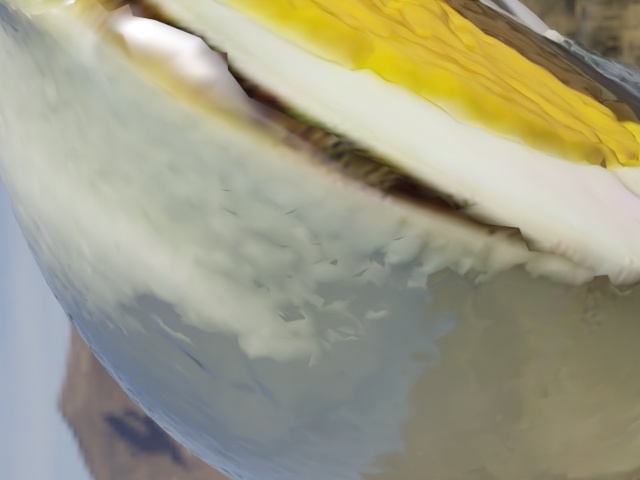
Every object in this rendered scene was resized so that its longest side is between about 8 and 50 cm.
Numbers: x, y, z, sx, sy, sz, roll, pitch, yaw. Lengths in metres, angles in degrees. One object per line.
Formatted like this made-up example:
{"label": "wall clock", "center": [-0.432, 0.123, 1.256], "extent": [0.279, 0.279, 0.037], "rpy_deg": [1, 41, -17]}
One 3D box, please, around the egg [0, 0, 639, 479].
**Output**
{"label": "egg", "center": [0.004, 0.003, 0.507], "extent": [0.174, 0.264, 0.286], "rpy_deg": [-59, -25, 15]}

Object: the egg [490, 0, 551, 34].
{"label": "egg", "center": [0.057, -0.011, 0.796], "extent": [0.176, 0.176, 0.232], "rpy_deg": [-118, 13, -82]}
